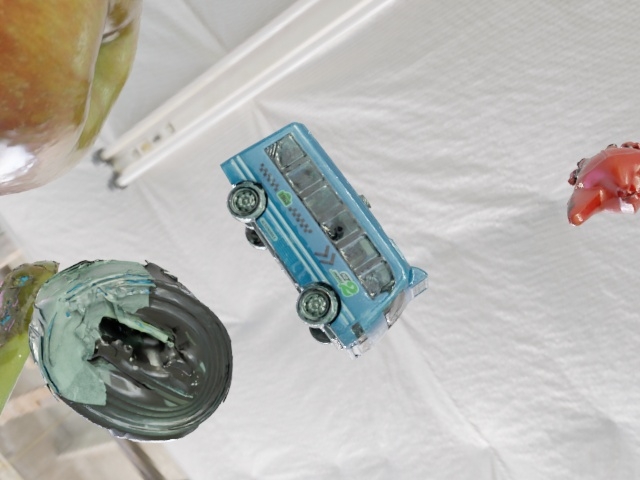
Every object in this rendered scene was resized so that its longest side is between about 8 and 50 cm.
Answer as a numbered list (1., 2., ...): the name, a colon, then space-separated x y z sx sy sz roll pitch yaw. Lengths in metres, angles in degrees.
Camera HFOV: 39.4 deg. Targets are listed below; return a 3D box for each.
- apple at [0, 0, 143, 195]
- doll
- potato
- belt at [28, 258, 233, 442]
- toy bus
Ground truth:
1. apple: -0.237 -0.156 0.595 0.250 0.277 0.309 36 -5 -24
2. doll: 0.271 -0.061 0.827 0.109 0.169 0.057 -24 -72 14
3. potato: -0.336 0.108 0.948 0.054 0.198 0.119 22 -3 -23
4. belt: -0.120 0.069 0.575 0.140 0.105 0.058 30 -3 -30
5. toy bus: 0.000 0.000 0.971 0.246 0.134 0.113 54 -5 19
